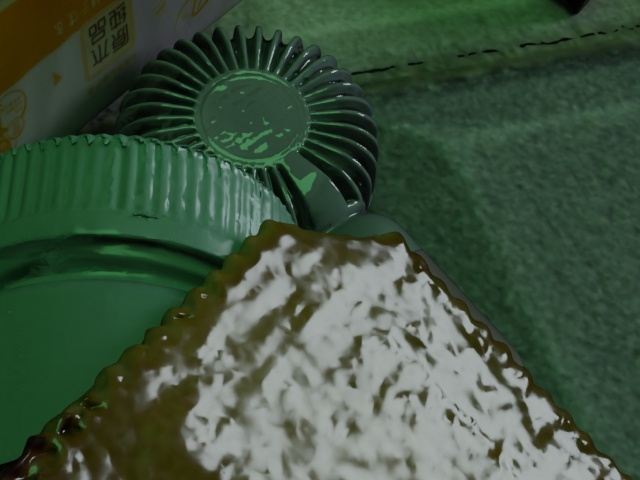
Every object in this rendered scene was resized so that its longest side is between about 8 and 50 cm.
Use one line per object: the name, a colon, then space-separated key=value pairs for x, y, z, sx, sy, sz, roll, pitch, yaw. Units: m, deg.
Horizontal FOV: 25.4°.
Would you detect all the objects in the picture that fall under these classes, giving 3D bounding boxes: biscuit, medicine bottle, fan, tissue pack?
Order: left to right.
tissue pack: x=-0.171 y=-0.136 z=0.697 sx=0.185 sy=0.124 sz=0.225 roll=30 pitch=55 yaw=22
medicine bottle: x=-0.081 y=0.131 z=0.509 sx=0.158 sy=0.158 sz=0.318 roll=3 pitch=53 yaw=-7
fan: x=0.000 y=0.000 z=0.677 sx=0.130 sy=0.074 sz=0.244 roll=-34 pitch=72 yaw=-23
biscuit: x=0.027 y=0.105 z=0.494 sx=0.232 sy=0.013 sz=0.237 roll=47 pitch=41 yaw=-3

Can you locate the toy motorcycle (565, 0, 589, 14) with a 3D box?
toy motorcycle: x=0.182 y=-0.268 z=0.891 sx=0.157 sy=0.091 sz=0.263 roll=40 pitch=59 yaw=9
